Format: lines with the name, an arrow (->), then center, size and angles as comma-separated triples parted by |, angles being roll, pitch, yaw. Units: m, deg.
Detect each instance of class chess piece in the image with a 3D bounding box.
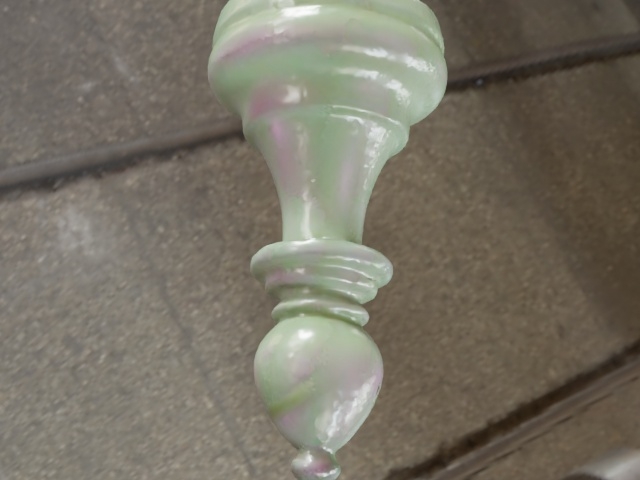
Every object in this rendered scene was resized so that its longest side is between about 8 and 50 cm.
chess piece -> 0.000, 0.000, 0.750 | 0.139, 0.139, 0.271 | 14, 70, -34
